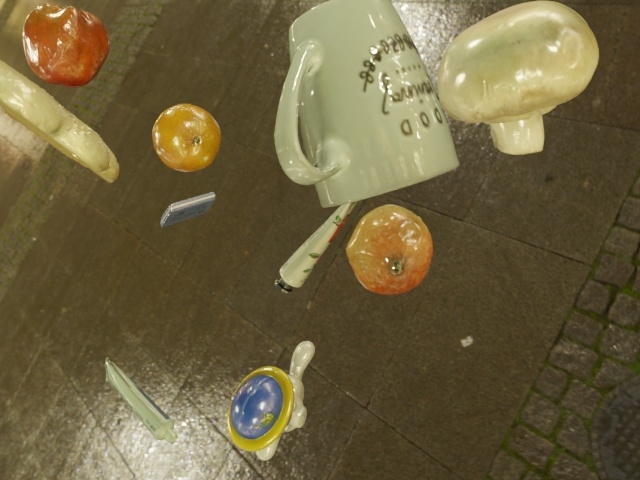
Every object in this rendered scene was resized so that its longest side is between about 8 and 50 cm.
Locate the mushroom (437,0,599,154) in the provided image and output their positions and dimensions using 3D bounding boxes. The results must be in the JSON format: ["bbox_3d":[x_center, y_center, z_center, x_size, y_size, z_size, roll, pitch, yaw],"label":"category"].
[{"bbox_3d":[0.319,-0.248,0.816,0.260,0.234,0.254,-24,20,-6],"label":"mushroom"}]

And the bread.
[{"bbox_3d":[-0.303,-0.133,0.558,0.039,0.182,0.251,-58,8,-10],"label":"bread"}]

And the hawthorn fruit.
[{"bbox_3d":[-0.574,-0.437,1.144,0.189,0.189,0.189,-15,62,31],"label":"hawthorn fruit"}]

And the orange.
[{"bbox_3d":[-0.303,-0.233,1.161,0.124,0.156,0.156,25,87,48],"label":"orange"}]

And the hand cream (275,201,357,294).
[{"bbox_3d":[0.000,0.000,0.895,0.050,0.080,0.234,40,108,5],"label":"hand cream"}]

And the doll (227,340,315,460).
[{"bbox_3d":[-0.091,0.378,1.226,0.159,0.242,0.311,10,64,42],"label":"doll"}]

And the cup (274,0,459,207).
[{"bbox_3d":[0.032,-0.166,0.628,0.186,0.258,0.234,-12,101,43],"label":"cup"}]

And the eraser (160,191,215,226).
[{"bbox_3d":[-0.440,-0.107,1.694,0.036,0.225,0.082,50,125,9],"label":"eraser"}]

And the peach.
[{"bbox_3d":[0.163,0.027,1.197,0.232,0.232,0.232,-15,62,31],"label":"peach"}]

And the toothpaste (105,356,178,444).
[{"bbox_3d":[-0.400,0.356,1.112,0.268,0.069,0.047,30,64,30],"label":"toothpaste"}]
